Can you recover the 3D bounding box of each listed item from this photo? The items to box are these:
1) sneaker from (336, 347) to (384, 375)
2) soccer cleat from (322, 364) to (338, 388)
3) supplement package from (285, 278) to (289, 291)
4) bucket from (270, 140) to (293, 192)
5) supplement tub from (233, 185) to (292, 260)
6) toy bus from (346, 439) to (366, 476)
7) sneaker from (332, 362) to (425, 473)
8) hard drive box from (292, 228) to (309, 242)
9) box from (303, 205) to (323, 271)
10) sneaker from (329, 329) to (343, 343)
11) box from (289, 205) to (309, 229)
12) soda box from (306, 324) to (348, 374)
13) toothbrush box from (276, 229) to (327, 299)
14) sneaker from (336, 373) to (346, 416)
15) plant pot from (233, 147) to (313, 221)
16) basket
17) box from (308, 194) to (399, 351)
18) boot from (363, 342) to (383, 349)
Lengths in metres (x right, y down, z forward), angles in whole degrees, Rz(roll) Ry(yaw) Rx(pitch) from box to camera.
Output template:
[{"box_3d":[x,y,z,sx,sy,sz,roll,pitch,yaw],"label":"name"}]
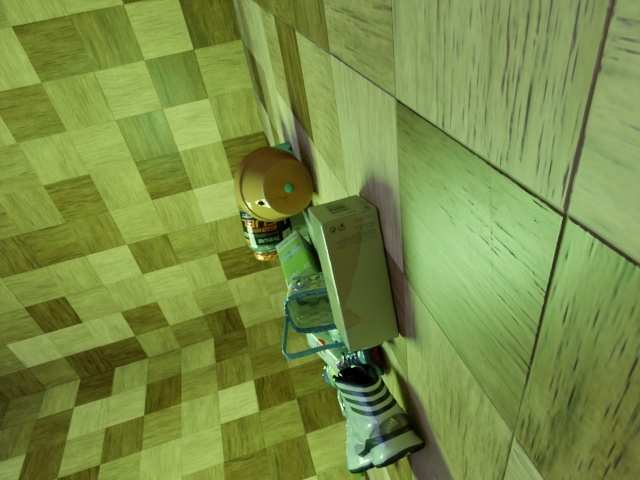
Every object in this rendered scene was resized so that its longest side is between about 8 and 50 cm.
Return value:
[{"box_3d":[0.113,0.372,1.278,0.262,0.125,0.104,96,156,-71],"label":"sneaker"},{"box_3d":[0.086,0.524,1.885,0.121,0.093,0.289,22,112,38],"label":"soccer cleat"},{"box_3d":[-0.080,0.240,2.231,0.105,0.179,0.105,83,168,-51],"label":"supplement package"},{"box_3d":[-0.208,-0.311,1.994,0.281,0.183,0.281,164,90,-83],"label":"bucket"},{"box_3d":[-0.238,-0.099,1.822,0.207,0.207,0.338,-123,21,-67],"label":"supplement tub"},{"box_3d":[0.192,0.739,1.530,0.104,0.202,0.191,-16,82,52],"label":"toy bus"},{"box_3d":[0.133,0.484,1.186,0.447,0.169,0.258,105,145,-58],"label":"sneaker"},{"box_3d":[-0.121,-0.054,2.271,0.232,0.089,0.181,93,160,-70],"label":"hard drive box"},{"box_3d":[0.000,0.000,1.602,0.231,0.056,0.183,-118,14,-58],"label":"box"},{"box_3d":[0.064,0.352,1.668,0.283,0.110,0.122,172,82,-83],"label":"sneaker"},{"box_3d":[-0.093,-0.101,1.910,0.101,0.102,0.087,113,139,-77],"label":"box"},{"box_3d":[0.047,0.434,1.724,0.286,0.098,0.091,32,137,55],"label":"soda box"},{"box_3d":[-0.051,0.119,1.693,0.206,0.122,0.283,46,-172,-31],"label":"toothbrush box"},{"box_3d":[0.135,0.594,1.680,0.315,0.127,0.182,-106,-1,-66],"label":"sneaker"},{"box_3d":[-0.155,-0.206,1.597,0.203,0.290,0.291,19,126,60],"label":"plant pot"},{"box_3d":[-0.004,0.240,1.391,0.289,0.254,0.201,-100,-6,-46],"label":"basket"},{"box_3d":[0.074,0.071,0.945,0.148,0.121,0.311,-128,23,-69],"label":"box"},{"box_3d":[0.106,0.193,1.155,0.213,0.077,0.165,-136,33,-81],"label":"boot"}]
